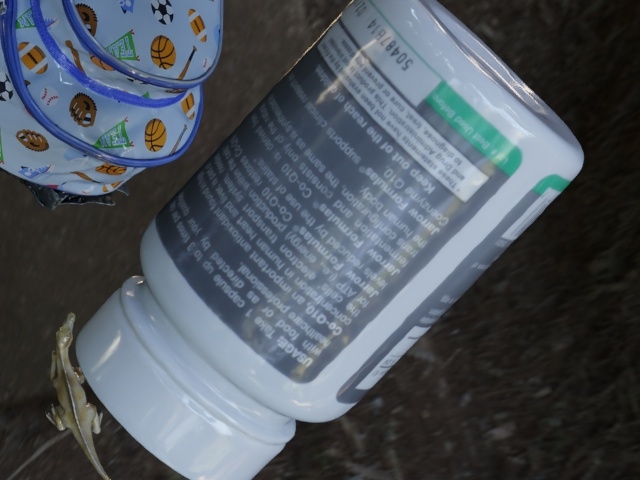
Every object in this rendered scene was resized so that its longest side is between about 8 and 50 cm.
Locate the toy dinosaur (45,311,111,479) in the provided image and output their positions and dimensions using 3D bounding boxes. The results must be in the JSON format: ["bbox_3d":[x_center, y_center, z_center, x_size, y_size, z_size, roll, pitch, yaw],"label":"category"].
[{"bbox_3d":[-0.232,0.164,1.707,0.053,0.092,0.183,-16,84,-11],"label":"toy dinosaur"}]

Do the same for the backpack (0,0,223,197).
[{"bbox_3d":[-0.210,-0.180,1.622,0.276,0.213,0.263,10,72,-38],"label":"backpack"}]

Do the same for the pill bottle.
[{"bbox_3d":[0.000,0.000,1.313,0.204,0.204,0.361,43,102,-1],"label":"pill bottle"}]

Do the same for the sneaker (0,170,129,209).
[{"bbox_3d":[-0.264,-0.070,1.695,0.170,0.051,0.089,-6,65,-50],"label":"sneaker"}]
